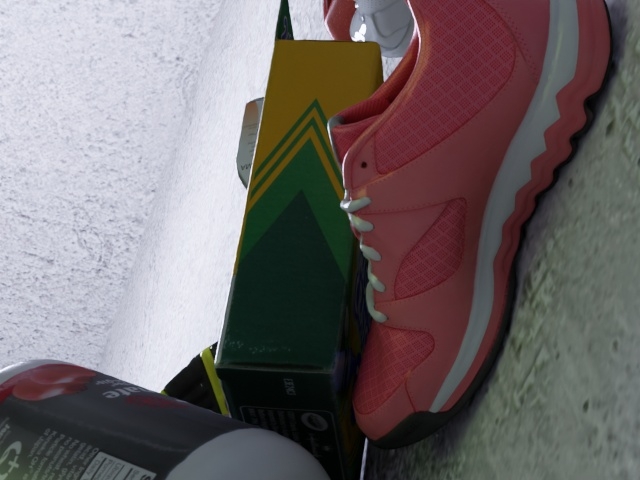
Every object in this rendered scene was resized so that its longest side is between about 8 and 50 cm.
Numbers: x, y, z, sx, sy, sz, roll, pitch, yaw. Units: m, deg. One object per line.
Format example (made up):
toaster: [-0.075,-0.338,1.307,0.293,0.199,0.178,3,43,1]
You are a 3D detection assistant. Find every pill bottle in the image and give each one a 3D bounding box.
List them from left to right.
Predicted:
pill bottle: [-0.098,0.192,0.934,0.318,0.176,0.176,13,86,41]

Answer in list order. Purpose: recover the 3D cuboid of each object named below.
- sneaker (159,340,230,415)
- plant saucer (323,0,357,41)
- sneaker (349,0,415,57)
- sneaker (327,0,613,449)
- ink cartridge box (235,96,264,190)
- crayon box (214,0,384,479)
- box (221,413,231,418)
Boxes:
sneaker: [-0.125,0.252,1.345,0.147,0.145,0.385,-56,-9,-82]
plant saucer: [0.057,-0.347,1.506,0.259,0.047,0.258,-91,21,-52]
sneaker: [0.054,-0.227,1.202,0.232,0.115,0.090,136,148,-66]
sneaker: [0.057,-0.025,0.889,0.116,0.136,0.314,-107,35,-69]
ink cartridge box: [-0.024,-0.011,1.240,0.045,0.145,0.179,-9,53,30]
crayon box: [0.000,0.000,1.071,0.203,0.083,0.323,80,-166,-57]
box: [-0.130,0.334,1.090,0.191,0.143,0.382,-10,56,35]
